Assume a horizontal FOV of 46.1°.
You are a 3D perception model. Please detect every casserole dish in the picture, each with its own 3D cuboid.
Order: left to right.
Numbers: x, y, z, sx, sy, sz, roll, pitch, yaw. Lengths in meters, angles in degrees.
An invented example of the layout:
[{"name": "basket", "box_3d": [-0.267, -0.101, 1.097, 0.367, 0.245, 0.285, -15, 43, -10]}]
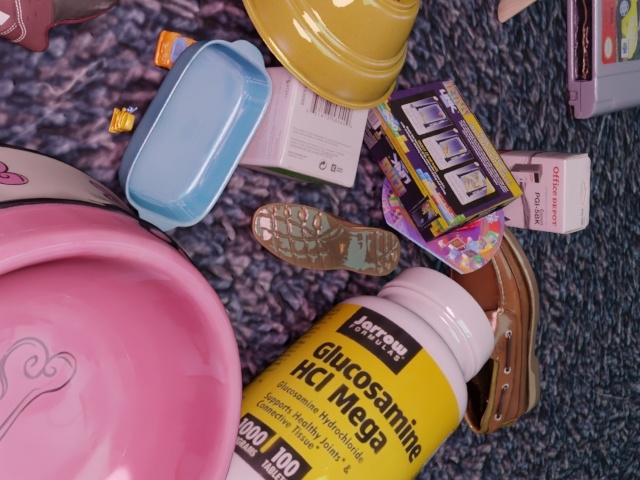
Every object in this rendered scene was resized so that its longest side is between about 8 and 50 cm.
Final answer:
[{"name": "casserole dish", "box_3d": [-0.116, -0.099, 0.683, 0.114, 0.037, 0.188, 25, 94, -55]}]

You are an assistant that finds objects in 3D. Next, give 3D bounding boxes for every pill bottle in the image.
[{"name": "pill bottle", "box_3d": [0.031, 0.179, 0.787, 0.334, 0.188, 0.188, -40, 121, -29]}]

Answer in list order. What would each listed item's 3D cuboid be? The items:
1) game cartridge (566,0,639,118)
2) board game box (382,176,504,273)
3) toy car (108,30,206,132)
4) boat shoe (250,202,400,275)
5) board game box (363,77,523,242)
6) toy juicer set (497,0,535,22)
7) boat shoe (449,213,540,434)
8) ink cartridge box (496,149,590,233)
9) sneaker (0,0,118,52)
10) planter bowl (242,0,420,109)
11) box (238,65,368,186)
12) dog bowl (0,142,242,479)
[{"name": "game cartridge", "box_3d": [0.452, -0.345, 1.156, 0.196, 0.060, 0.294, -19, 109, -42]}, {"name": "board game box", "box_3d": [0.159, -0.046, 0.908, 0.169, 0.033, 0.133, 34, 64, -8]}, {"name": "toy car", "box_3d": [-0.136, -0.137, 0.686, 0.060, 0.040, 0.122, 37, 73, -39]}, {"name": "boat shoe", "box_3d": [0.000, 0.000, 0.817, 0.178, 0.060, 0.064, 14, 91, -28]}, {"name": "board game box", "box_3d": [0.137, -0.097, 0.871, 0.141, 0.048, 0.170, -21, 76, -38]}, {"name": "toy juicer set", "box_3d": [0.316, -0.445, 0.915, 0.089, 0.209, 0.329, -7, 101, -31]}, {"name": "boat shoe", "box_3d": [0.218, 0.117, 0.990, 0.104, 0.111, 0.307, -25, 108, -30]}, {"name": "ink cartridge box", "box_3d": [0.281, -0.067, 0.996, 0.056, 0.135, 0.099, -13, 105, -38]}, {"name": "sneaker", "box_3d": [-0.210, -0.277, 0.579, 0.162, 0.106, 0.281, 31, 74, -57]}, {"name": "planter bowl", "box_3d": [0.030, -0.243, 0.720, 0.217, 0.090, 0.217, 22, 55, -36]}, {"name": "box", "box_3d": [-0.020, -0.114, 0.760, 0.101, 0.087, 0.102, 12, 90, -41]}, {"name": "dog bowl", "box_3d": [-0.225, 0.141, 0.534, 0.408, 0.150, 0.408, -23, 121, -45]}]
